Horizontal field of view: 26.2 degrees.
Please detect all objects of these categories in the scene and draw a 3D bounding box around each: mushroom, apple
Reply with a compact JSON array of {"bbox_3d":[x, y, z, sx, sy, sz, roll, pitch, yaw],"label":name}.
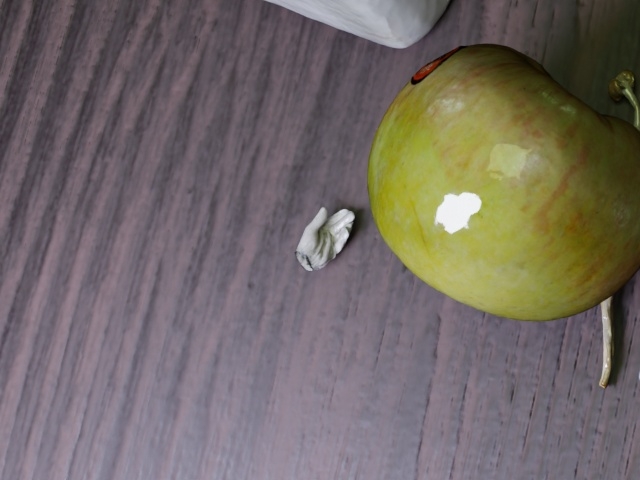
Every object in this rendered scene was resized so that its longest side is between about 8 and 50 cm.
[{"bbox_3d":[0.263,-0.013,1.206,0.028,0.026,0.286,-4,77,37],"label":"mushroom"},{"bbox_3d":[0.156,-0.043,1.126,0.261,0.261,0.194,40,104,24],"label":"apple"}]

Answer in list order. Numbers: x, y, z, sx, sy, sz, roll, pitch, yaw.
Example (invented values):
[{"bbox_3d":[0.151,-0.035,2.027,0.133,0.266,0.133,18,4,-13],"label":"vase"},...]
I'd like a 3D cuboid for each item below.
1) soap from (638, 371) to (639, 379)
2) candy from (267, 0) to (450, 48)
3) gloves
[{"bbox_3d":[0.406,0.145,1.005,0.261,0.156,0.446,-32,61,21],"label":"soap"},{"bbox_3d":[-0.025,-0.308,1.208,0.208,0.359,0.145,23,86,28],"label":"candy"},{"bbox_3d":[0.000,-0.001,1.291,0.081,0.037,0.044,-38,103,-8],"label":"gloves"}]
